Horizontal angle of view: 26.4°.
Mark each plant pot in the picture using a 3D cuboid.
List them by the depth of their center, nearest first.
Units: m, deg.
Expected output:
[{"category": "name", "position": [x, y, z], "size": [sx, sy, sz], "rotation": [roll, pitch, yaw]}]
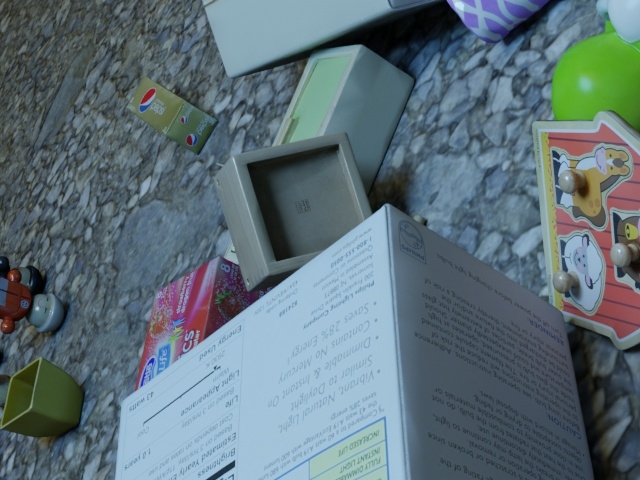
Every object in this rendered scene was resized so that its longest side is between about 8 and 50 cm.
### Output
[{"category": "plant pot", "position": [-0.365, 0.218, 1.820], "size": [0.081, 0.083, 0.081], "rotation": [-33, 40, 39]}]

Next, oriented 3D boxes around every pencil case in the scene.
[{"category": "pencil case", "position": [0.219, -0.286, 1.372], "size": [0.206, 0.086, 0.088], "rotation": [-39, -5, 32]}]

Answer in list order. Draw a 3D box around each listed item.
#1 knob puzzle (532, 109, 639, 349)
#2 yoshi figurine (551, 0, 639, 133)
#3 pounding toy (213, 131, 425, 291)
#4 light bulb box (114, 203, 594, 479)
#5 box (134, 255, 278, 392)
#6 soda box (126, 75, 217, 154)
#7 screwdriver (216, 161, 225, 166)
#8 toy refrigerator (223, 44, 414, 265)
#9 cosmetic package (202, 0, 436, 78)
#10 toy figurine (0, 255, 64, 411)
[{"category": "knob puzzle", "position": [0.225, -0.005, 1.069], "size": [0.213, 0.030, 0.213], "rotation": [38, 133, 55]}, {"category": "yoshi figurine", "position": [0.224, -0.210, 1.172], "size": [0.203, 0.203, 0.362], "rotation": [104, 145, -49]}, {"category": "pounding toy", "position": [0.010, 0.003, 1.398], "size": [0.094, 0.181, 0.206], "rotation": [143, 112, -67]}, {"category": "light bulb box", "position": [0.017, 0.235, 1.063], "size": [0.358, 0.225, 0.361], "rotation": [-37, 38, 34]}, {"category": "box", "position": [-0.118, 0.165, 1.455], "size": [0.128, 0.122, 0.257], "rotation": [-27, 44, 45]}, {"category": "soda box", "position": [-0.214, -0.180, 1.946], "size": [0.058, 0.061, 0.181], "rotation": [-59, 30, 2]}, {"category": "screwdriver", "position": [-0.107, -0.087, 1.750], "size": [0.025, 0.024, 0.170], "rotation": [-38, 23, -19]}, {"category": "toy refrigerator", "position": [-0.005, -0.080, 1.518], "size": [0.102, 0.094, 0.270], "rotation": [7, 71, 57]}, {"category": "cosmetic package", "position": [0.020, -0.287, 1.564], "size": [0.309, 0.160, 0.113], "rotation": [-15, 96, 51]}, {"category": "toy figurine", "position": [-0.494, 0.131, 2.039], "size": [0.213, 0.148, 0.210], "rotation": [31, 98, 58]}]
